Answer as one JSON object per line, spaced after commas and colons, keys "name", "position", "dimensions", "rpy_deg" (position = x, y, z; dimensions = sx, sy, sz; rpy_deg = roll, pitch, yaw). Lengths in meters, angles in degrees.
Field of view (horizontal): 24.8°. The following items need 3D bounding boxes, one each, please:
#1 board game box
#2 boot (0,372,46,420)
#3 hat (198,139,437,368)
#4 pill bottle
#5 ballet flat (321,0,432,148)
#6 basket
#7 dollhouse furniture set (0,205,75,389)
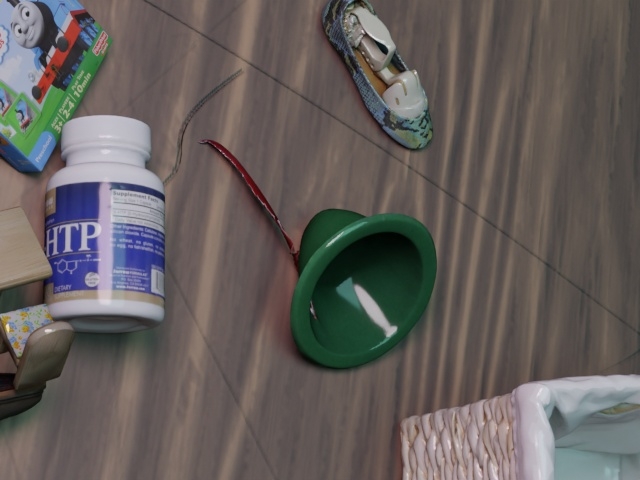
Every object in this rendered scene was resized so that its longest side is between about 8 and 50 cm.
{"name": "board game box", "position": [-0.294, -0.188, 1.324], "dimensions": [0.211, 0.039, 0.160], "rpy_deg": [48, 57, -43]}
{"name": "boot", "position": [-0.335, 0.185, 1.257], "dimensions": [0.219, 0.082, 0.106], "rpy_deg": [-15, 104, -31]}
{"name": "hat", "position": [0.000, 0.000, 1.501], "dimensions": [0.173, 0.183, 0.209], "rpy_deg": [-20, 130, -24]}
{"name": "pill bottle", "position": [-0.199, -0.014, 1.344], "dimensions": [0.112, 0.112, 0.187], "rpy_deg": [6, 75, -27]}
{"name": "ballet flat", "position": [0.068, -0.182, 1.558], "dimensions": [0.070, 0.070, 0.188], "rpy_deg": [-42, 99, -30]}
{"name": "basket", "position": [0.279, 0.312, 1.435], "dimensions": [0.328, 0.266, 0.331], "rpy_deg": [2, 76, -28]}
{"name": "dollhouse furniture set", "position": [-0.342, 0.016, 1.191], "dimensions": [0.242, 0.161, 0.212], "rpy_deg": [-16, 63, -30]}
